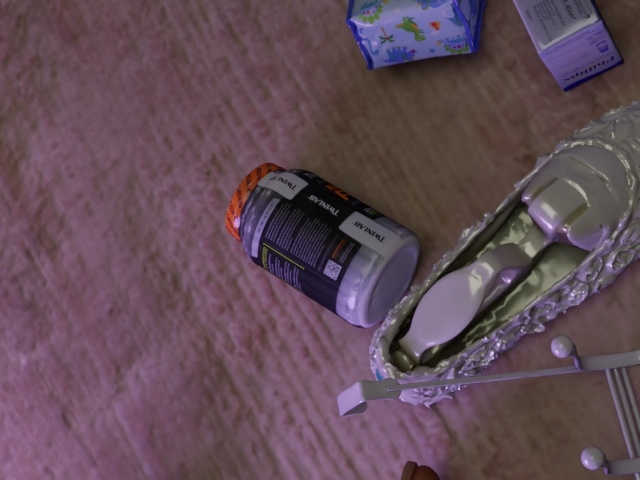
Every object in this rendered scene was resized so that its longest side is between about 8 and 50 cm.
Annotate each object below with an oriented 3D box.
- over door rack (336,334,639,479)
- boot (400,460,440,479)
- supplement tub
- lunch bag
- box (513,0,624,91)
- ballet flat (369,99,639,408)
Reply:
[{"bbox_3d":[0.200,0.220,1.359,0.324,0.108,0.239,-8,68,-9],"label":"over door rack"},{"bbox_3d":[0.188,0.340,1.416,0.220,0.109,0.283,-12,64,11],"label":"boot"},{"bbox_3d":[0.000,0.000,1.544,0.190,0.117,0.117,32,92,23],"label":"supplement tub"},{"bbox_3d":[0.106,-0.264,1.568,0.129,0.096,0.151,-7,48,20],"label":"lunch bag"},{"bbox_3d":[0.241,-0.236,1.484,0.072,0.137,0.126,-27,71,13],"label":"box"},{"bbox_3d":[0.207,0.017,1.453,0.409,0.147,0.147,-45,68,7],"label":"ballet flat"}]
